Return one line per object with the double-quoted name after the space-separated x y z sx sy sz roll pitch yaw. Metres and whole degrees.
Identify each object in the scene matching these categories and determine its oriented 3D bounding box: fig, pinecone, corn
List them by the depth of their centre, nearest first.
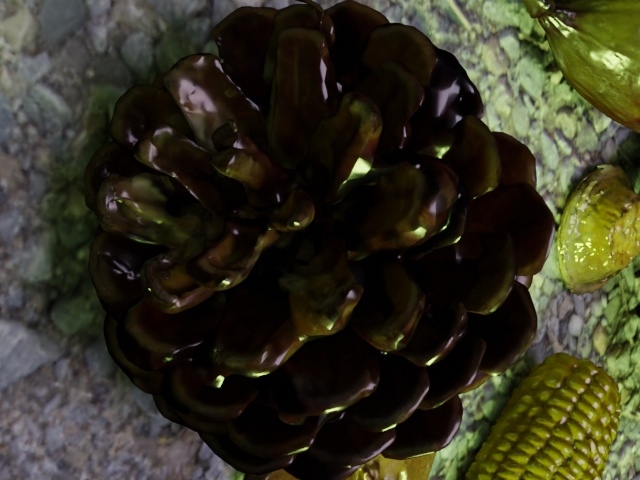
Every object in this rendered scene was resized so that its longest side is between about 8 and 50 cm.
0.003 0.001 1.009 0.296 0.242 0.298 32 81 -55 "pinecone"
0.247 -0.182 1.375 0.274 0.145 0.170 9 109 -40 "fig"
0.155 0.257 1.408 0.363 0.120 0.120 -64 142 -23 "corn"

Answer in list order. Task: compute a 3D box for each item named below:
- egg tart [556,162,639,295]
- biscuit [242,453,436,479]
0.264 -0.006 1.520 0.129 0.049 0.129 -23 121 -46 "egg tart"
0.011 0.186 1.257 0.215 0.034 0.182 17 87 -52 "biscuit"
